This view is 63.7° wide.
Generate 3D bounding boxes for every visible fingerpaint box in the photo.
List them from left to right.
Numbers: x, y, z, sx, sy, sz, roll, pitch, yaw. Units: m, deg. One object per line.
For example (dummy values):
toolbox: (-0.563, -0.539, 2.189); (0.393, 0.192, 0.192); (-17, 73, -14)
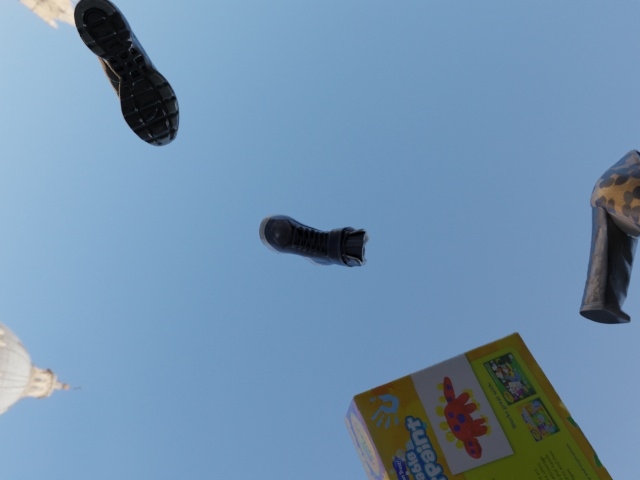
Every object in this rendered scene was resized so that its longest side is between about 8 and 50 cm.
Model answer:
fingerpaint box: (0.300, 0.445, 0.927); (0.370, 0.163, 0.445); (-17, -121, -16)

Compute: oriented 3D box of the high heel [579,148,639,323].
high heel: (0.337, -0.030, 0.417); (0.261, 0.093, 0.186); (-20, -135, 60)

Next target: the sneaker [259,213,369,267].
sneaker: (0.001, -0.002, 1.047); (0.163, 0.226, 0.086); (-1, -105, 42)

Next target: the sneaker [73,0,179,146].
sneaker: (-0.328, -0.297, 0.911); (0.101, 0.268, 0.106); (-24, -148, -6)
